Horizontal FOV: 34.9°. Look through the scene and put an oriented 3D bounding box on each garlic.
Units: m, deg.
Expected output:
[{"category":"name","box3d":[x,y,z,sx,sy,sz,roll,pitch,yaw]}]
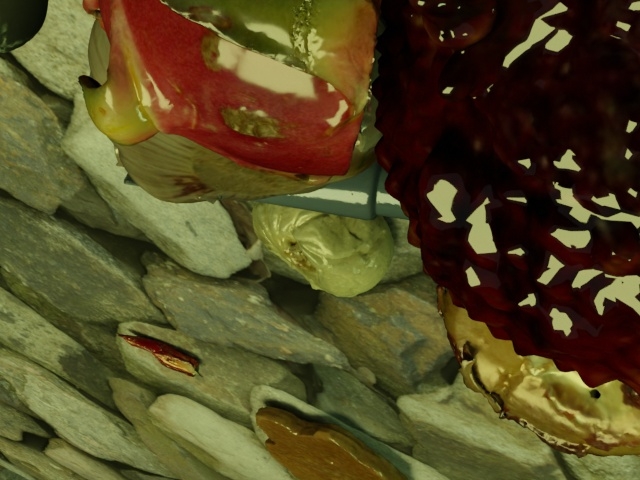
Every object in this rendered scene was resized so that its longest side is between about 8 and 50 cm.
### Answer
[{"category":"garlic","box3d":[-0.076,-0.156,1.022,0.321,0.241,0.322,7,132,8]}]

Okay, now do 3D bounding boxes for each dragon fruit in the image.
[{"category":"dragon fruit","box3d":[-0.069,-0.191,0.733,0.225,0.305,0.305,8,145,-1]}]

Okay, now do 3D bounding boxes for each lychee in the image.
[{"category":"lychee","box3d":[0.225,-0.108,0.698,0.500,0.425,0.424,15,160,-41]}]

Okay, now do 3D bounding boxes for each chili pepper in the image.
[{"category":"chili pepper","box3d":[-0.285,0.201,1.828,0.178,0.027,0.045,21,141,10]}]

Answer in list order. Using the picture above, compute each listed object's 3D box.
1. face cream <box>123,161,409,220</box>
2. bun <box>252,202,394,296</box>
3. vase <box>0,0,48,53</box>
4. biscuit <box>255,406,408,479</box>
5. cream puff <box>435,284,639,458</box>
[{"category":"face cream","box3d":[-0.029,-0.084,1.189,0.385,0.136,0.086,11,146,12]},{"category":"bun","box3d":[0.000,0.000,1.286,0.164,0.111,0.188,-10,134,47]},{"category":"vase","box3d":[-0.344,-0.354,1.036,0.173,0.173,0.321,30,140,-3]},{"category":"biscuit","box3d":[0.036,0.413,1.856,0.376,0.051,0.269,39,147,-13]},{"category":"cream puff","box3d":[0.309,0.073,1.057,0.350,0.229,0.350,15,129,19]}]
